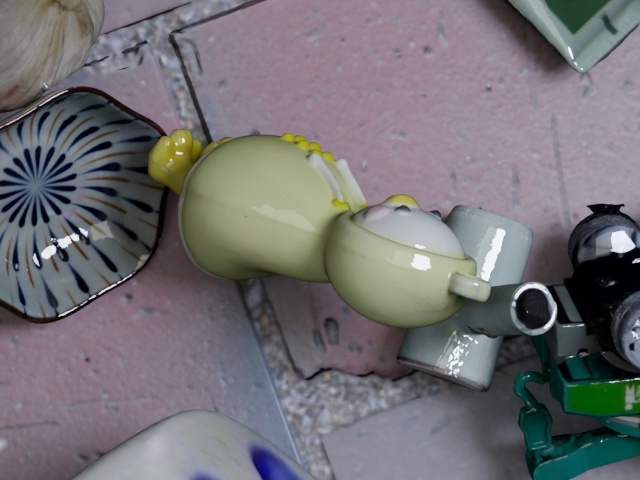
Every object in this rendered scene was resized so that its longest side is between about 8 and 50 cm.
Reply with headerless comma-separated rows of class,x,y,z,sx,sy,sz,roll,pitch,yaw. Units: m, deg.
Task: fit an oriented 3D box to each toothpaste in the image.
toothpaste,0.090,-0.287,1.420,0.392,0.061,0.099,44,64,3

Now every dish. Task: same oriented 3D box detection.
dish,-0.205,-0.036,1.374,0.190,0.191,0.066,-50,42,-3

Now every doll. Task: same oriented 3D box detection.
doll,0.004,-0.012,1.306,0.296,0.141,0.117,14,88,38

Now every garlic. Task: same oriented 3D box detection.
garlic,-0.276,-0.199,1.374,0.212,0.218,0.218,-1,84,30

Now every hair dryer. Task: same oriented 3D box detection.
hair dryer,0.120,0.038,1.299,0.073,0.236,0.131,19,85,-5

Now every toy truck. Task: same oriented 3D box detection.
toy truck,0.316,0.071,1.320,0.364,0.176,0.178,-8,114,-2

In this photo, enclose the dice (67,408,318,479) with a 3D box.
dice,-0.088,0.309,1.224,0.277,0.304,0.304,-45,81,9
